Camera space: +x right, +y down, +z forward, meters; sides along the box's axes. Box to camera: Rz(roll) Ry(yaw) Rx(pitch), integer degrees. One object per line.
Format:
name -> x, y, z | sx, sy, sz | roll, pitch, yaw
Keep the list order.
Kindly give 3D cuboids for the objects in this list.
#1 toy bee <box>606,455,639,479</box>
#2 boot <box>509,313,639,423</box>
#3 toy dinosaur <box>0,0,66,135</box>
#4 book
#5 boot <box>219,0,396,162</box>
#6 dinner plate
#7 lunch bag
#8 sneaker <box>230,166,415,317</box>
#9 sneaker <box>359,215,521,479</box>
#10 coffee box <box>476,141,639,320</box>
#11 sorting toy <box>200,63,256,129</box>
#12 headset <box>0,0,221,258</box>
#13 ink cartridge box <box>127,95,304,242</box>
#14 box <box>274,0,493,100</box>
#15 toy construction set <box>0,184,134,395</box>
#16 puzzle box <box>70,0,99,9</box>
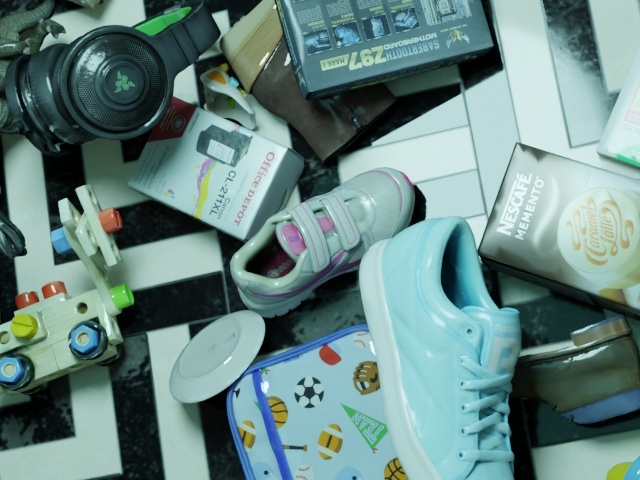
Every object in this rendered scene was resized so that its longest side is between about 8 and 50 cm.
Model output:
toy bee -> 0.409, 0.262, 1.492 | 0.195, 0.162, 0.298 | 51, 128, 33
boot -> 0.256, 0.171, 1.577 | 0.219, 0.082, 0.106 | -26, 78, 19
toy dinosaur -> -0.418, -0.214, 1.819 | 0.160, 0.121, 0.313 | -4, 74, 27
book -> 0.388, -0.150, 1.628 | 0.096, 0.035, 0.144 | 21, 88, 22
boot -> 0.023, -0.244, 1.737 | 0.248, 0.090, 0.207 | -45, 84, 3
dinner plate -> -0.127, 0.133, 1.682 | 0.141, 0.017, 0.141 | -27, 32, 19
lunch bag -> 0.027, 0.264, 1.614 | 0.243, 0.115, 0.303 | -21, 74, 14
sneaker -> 0.000, 0.000, 1.667 | 0.252, 0.111, 0.103 | -37, 72, 7
sneaker -> 0.152, 0.141, 1.506 | 0.150, 0.135, 0.366 | -34, 67, 39
coffee box -> 0.316, 0.000, 1.583 | 0.246, 0.098, 0.141 | 19, 85, 18
sorting toy -> -0.108, -0.172, 1.755 | 0.045, 0.083, 0.075 | -41, 76, -14
headset -> -0.269, -0.150, 1.677 | 0.243, 0.394, 0.185 | -8, 115, 48
ink cartridge box -> -0.127, -0.084, 1.740 | 0.175, 0.072, 0.127 | 24, 87, 19
box -> 0.068, -0.281, 1.672 | 0.232, 0.059, 0.183 | -16, 86, -9
toy construction set -> -0.358, 0.071, 1.749 | 0.327, 0.151, 0.215 | -26, 73, 21
puzzle box -> -0.408, -0.493, 1.887 | 0.409, 0.052, 0.272 | 24, 79, 19
